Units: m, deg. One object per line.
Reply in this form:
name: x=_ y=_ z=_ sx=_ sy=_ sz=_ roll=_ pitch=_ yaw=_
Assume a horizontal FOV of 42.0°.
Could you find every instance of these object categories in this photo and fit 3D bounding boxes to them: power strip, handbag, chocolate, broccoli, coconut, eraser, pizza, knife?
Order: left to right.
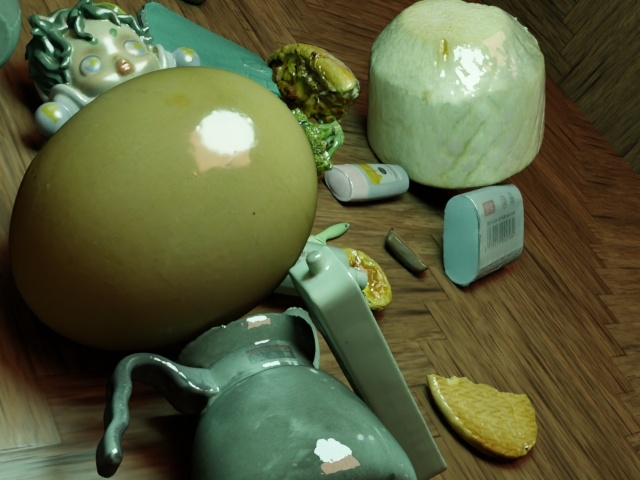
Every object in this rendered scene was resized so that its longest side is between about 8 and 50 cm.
handbag: x=-0.202 y=-0.277 z=1.471 sx=0.274 sy=0.100 sz=0.269 roll=16 pitch=34 yaw=-35
pizza: x=-0.033 y=-0.292 z=1.579 sx=0.085 sy=0.161 sz=0.305 roll=-20 pitch=22 yaw=-32
broccoli: x=-0.017 y=-0.176 z=1.506 sx=0.130 sy=0.120 sz=0.131 roll=55 pitch=-9 yaw=54
knife: x=0.000 y=0.000 z=1.403 sx=0.030 sy=0.014 sz=0.207 roll=47 pitch=33 yaw=12
power strip: x=0.059 y=0.156 z=1.004 sx=0.091 sy=0.062 sz=0.385 roll=50 pitch=-11 yaw=54
chocolate: x=0.155 y=0.024 z=1.521 sx=0.100 sy=0.031 sz=0.064 roll=45 pitch=13 yaw=1
coconut: x=0.276 y=-0.285 z=1.742 sx=0.344 sy=0.415 sz=0.415 roll=-36 pitch=76 yaw=-27
eraser: x=0.324 y=-0.016 z=1.645 sx=0.081 sy=0.174 sz=0.227 roll=7 pitch=13 yaw=32

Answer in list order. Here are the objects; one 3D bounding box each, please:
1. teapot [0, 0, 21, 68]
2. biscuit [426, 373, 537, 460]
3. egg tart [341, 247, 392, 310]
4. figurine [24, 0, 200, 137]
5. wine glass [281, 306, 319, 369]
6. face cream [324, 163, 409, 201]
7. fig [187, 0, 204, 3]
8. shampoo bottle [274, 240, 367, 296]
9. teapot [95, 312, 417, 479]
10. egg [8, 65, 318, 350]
teapot: x=-0.531 y=-0.323 z=1.116 sx=0.251 sy=0.183 sz=0.183 roll=39 pitch=28 yaw=23
biscuit: x=0.263 y=0.280 z=1.302 sx=0.224 sy=0.033 sz=0.144 roll=15 pitch=40 yaw=-35
egg tart: x=0.056 y=0.066 z=1.338 sx=0.130 sy=0.052 sz=0.130 roll=27 pitch=35 yaw=-20
figurine: x=-0.274 y=-0.187 z=1.194 sx=0.261 sy=0.186 sz=0.382 roll=-28 pitch=77 yaw=-46
wine glass: x=-0.026 y=0.177 z=1.101 sx=0.066 sy=0.066 sz=0.198 roll=23 pitch=32 yaw=-26
face cream: x=0.093 y=-0.114 z=1.608 sx=0.198 sy=0.057 sz=0.084 roll=-8 pitch=54 yaw=-52
fig: x=-0.262 y=-0.583 z=1.741 sx=0.123 sy=0.156 sz=0.123 roll=22 pitch=36 yaw=-17
shampoo bottle: x=-0.046 y=0.037 z=1.207 sx=0.262 sy=0.085 sz=0.085 roll=11 pitch=40 yaw=-29
teapot: x=-0.086 y=0.213 z=0.885 sx=0.305 sy=0.223 sz=0.285 roll=-12 pitch=45 yaw=-21
egg: x=-0.174 y=-0.034 z=0.963 sx=0.374 sy=0.301 sz=0.301 roll=-39 pitch=78 yaw=-18
